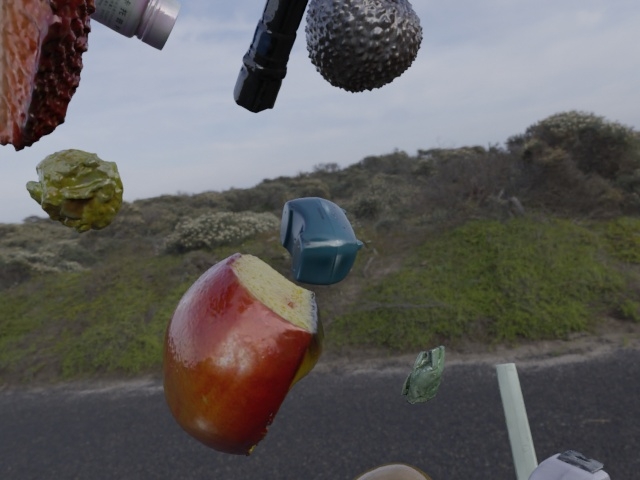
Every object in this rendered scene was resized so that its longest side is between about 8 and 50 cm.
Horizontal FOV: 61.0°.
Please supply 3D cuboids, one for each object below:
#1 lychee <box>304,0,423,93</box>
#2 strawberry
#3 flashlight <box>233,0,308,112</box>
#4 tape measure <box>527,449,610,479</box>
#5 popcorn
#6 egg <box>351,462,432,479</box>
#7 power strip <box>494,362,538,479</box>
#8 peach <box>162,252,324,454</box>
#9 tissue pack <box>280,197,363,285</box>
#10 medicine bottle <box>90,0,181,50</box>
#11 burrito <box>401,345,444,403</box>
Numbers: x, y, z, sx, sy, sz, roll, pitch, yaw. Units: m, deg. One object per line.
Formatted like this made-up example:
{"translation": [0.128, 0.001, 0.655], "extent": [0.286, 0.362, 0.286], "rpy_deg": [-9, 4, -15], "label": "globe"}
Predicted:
{"translation": [0.091, -0.487, 1.277], "extent": [0.300, 0.300, 0.300], "rpy_deg": [-10, 5, 1], "label": "lychee"}
{"translation": [-0.292, -0.239, 0.524], "extent": [0.188, 0.286, 0.106], "rpy_deg": [21, 33, 17], "label": "strawberry"}
{"translation": [-0.083, -0.452, 1.112], "extent": [0.103, 0.103, 0.424], "rpy_deg": [-13, -33, -36], "label": "flashlight"}
{"translation": [0.306, 0.431, 0.736], "extent": [0.197, 0.236, 0.120], "rpy_deg": [-3, 6, -36], "label": "tape measure"}
{"translation": [-0.330, -0.070, 0.751], "extent": [0.106, 0.120, 0.116], "rpy_deg": [-19, 10, 33], "label": "popcorn"}
{"translation": [0.154, 0.713, 1.295], "extent": [0.301, 0.301, 0.374], "rpy_deg": [-6, 37, 37], "label": "egg"}
{"translation": [0.371, 0.404, 0.987], "extent": [0.043, 0.367, 0.106], "rpy_deg": [-11, -41, 15], "label": "power strip"}
{"translation": [-0.150, 0.189, 0.936], "extent": [0.380, 0.242, 0.306], "rpy_deg": [-53, 13, 36], "label": "peach"}
{"translation": [0.000, 0.000, 1.696], "extent": [0.206, 0.198, 0.287], "rpy_deg": [1, 34, -18], "label": "tissue pack"}
{"translation": [-0.476, -0.577, 1.306], "extent": [0.255, 0.152, 0.152], "rpy_deg": [24, -10, -23], "label": "medicine bottle"}
{"translation": [0.201, 0.254, 1.036], "extent": [0.074, 0.118, 0.044], "rpy_deg": [2, 25, -27], "label": "burrito"}
